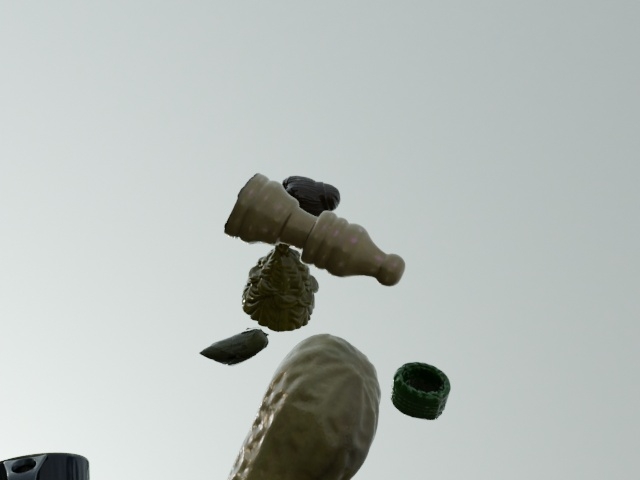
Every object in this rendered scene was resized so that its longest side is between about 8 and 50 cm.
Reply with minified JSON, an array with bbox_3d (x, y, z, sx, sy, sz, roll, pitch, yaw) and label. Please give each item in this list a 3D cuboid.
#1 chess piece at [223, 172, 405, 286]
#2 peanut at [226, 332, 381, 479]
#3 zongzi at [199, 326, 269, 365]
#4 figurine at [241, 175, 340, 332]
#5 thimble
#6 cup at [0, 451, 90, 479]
[{"bbox_3d":[0.000,0.000,1.876,0.307,0.124,0.139,25,0,5],"label":"chess piece"},{"bbox_3d":[-0.024,0.265,1.295,0.152,0.313,0.152,25,-12,6],"label":"peanut"},{"bbox_3d":[-0.162,0.203,2.106,0.119,0.109,0.055,26,37,-65],"label":"zongzi"},{"bbox_3d":[-0.067,0.007,2.263,0.168,0.187,0.315,19,-56,12],"label":"figurine"},{"bbox_3d":[0.222,0.334,2.412,0.130,0.118,0.090,37,-45,31],"label":"thimble"},{"bbox_3d":[-0.327,0.332,1.253,0.131,0.155,0.176,-9,-23,-7],"label":"cup"}]
